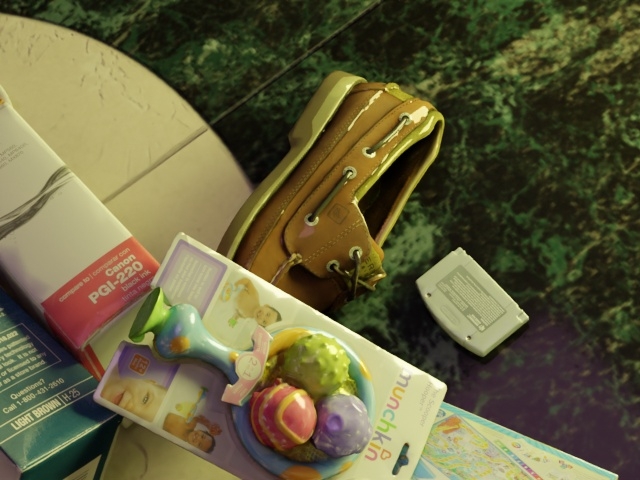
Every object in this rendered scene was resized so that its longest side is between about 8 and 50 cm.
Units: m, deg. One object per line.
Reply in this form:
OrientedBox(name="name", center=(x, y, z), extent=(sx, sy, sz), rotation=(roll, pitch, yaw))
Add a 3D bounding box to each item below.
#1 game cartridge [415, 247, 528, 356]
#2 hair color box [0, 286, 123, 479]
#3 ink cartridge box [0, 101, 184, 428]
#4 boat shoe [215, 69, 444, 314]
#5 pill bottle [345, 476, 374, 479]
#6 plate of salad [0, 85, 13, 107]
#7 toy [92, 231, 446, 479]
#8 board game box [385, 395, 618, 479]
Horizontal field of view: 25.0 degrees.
OrientedBox(name="game cartridge", center=(0.116, 0.050, 1.138), extent=(0.056, 0.017, 0.083), rotation=(-36, 63, -12))
OrientedBox(name="hair color box", center=(-0.312, 0.088, 1.083), extent=(0.347, 0.174, 0.105), rotation=(40, 41, 19))
OrientedBox(name="ink cartridge box", center=(-0.200, 0.020, 1.130), extent=(0.092, 0.158, 0.218), rotation=(-40, 64, -15))
OrientedBox(name="boat shoe", center=(0.000, 0.000, 1.130), extent=(0.104, 0.111, 0.307), rotation=(18, 69, 20))
OrientedBox(name="pill bottle", center=(-0.031, 0.344, 0.912), extent=(0.363, 0.210, 0.210), rotation=(-44, 65, -12))
OrientedBox(name="plate of salad", center=(-0.366, -0.083, 1.275), extent=(0.200, 0.048, 0.200), rotation=(-4, 64, 8))
OrientedBox(name="toy", center=(-0.024, 0.105, 1.018), extent=(0.237, 0.056, 0.137), rotation=(29, 70, -11))
OrientedBox(name="board game box", center=(0.126, 0.190, 1.060), extent=(0.154, 0.026, 0.103), rotation=(22, 70, 20))
